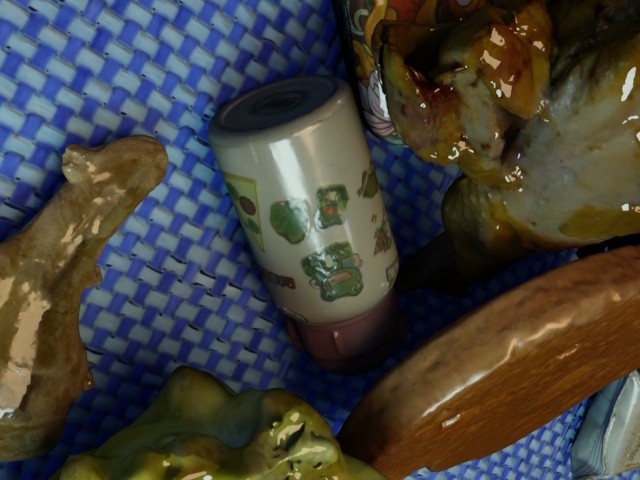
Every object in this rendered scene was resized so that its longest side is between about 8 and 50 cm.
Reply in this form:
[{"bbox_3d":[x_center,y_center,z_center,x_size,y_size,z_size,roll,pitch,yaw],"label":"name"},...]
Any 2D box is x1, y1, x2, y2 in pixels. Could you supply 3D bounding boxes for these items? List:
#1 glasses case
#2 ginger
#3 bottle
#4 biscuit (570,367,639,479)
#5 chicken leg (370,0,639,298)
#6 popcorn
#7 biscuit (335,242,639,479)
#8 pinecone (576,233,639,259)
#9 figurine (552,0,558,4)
[{"bbox_3d":[0.068,-0.234,0.698,0.122,0.082,0.321,-19,113,-18],"label":"glasses case"},{"bbox_3d":[-0.213,0.060,0.596,0.147,0.081,0.334,35,81,-23],"label":"ginger"},{"bbox_3d":[0.000,0.000,0.705,0.120,0.120,0.253,-31,121,-25],"label":"bottle"},{"bbox_3d":[0.453,0.223,1.129,0.309,0.079,0.186,3,116,-36],"label":"biscuit"},{"bbox_3d":[0.145,-0.077,0.672,0.295,0.409,0.182,13,56,-23],"label":"chicken leg"},{"bbox_3d":[-0.102,0.251,0.616,0.312,0.312,0.313,-12,112,-33],"label":"popcorn"},{"bbox_3d":[0.212,0.112,0.810,0.455,0.078,0.350,1,143,-49],"label":"biscuit"},{"bbox_3d":[0.336,-0.039,0.927,0.165,0.163,0.163,-19,116,-16],"label":"pinecone"},{"bbox_3d":[0.230,-0.223,0.723,0.265,0.193,0.140,-11,131,-43],"label":"figurine"}]
